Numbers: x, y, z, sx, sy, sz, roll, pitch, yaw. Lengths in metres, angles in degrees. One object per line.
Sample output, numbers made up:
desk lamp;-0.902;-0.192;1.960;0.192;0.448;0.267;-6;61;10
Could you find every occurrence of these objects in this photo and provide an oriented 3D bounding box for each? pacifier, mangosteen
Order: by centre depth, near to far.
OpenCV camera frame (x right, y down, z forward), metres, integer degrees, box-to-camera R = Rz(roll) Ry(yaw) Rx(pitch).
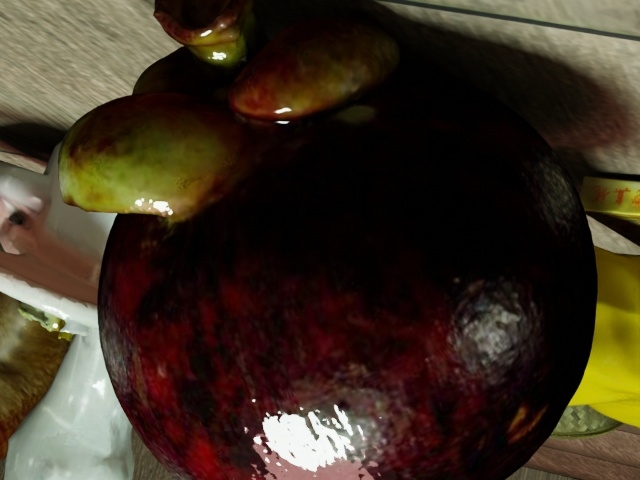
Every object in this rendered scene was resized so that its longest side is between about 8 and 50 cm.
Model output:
mangosteen;0.000;0.000;0.771;0.228;0.228;0.265;2;124;54
pacifier;-0.133;0.050;1.196;0.332;0.273;0.220;19;154;-27

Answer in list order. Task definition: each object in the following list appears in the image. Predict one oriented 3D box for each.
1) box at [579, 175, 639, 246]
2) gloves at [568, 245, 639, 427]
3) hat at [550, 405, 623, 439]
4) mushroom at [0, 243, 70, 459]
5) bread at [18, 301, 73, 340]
box;0.209;0.000;0.933;0.089;0.022;0.156;5;167;40
gloves;0.220;0.064;0.945;0.294;0.116;0.133;12;-175;-21
hat;0.181;0.082;1.375;0.146;0.067;0.146;8;-148;-5
mushroom;-0.342;0.081;1.545;0.267;0.267;0.254;15;175;0
bread;-0.123;0.050;1.463;0.186;0.124;0.257;18;173;20
